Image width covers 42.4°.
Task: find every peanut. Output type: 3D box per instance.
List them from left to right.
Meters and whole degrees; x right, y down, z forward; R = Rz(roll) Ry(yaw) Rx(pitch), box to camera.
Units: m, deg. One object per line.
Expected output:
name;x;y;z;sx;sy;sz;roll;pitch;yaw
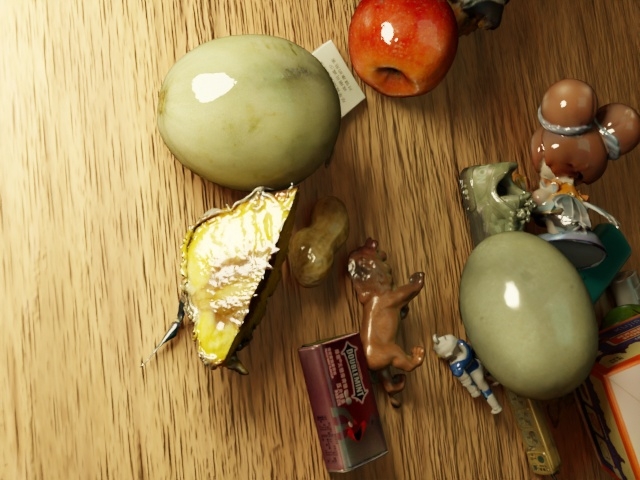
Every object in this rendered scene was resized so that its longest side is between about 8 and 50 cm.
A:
peanut;-0.002;-0.001;1.480;0.089;0.089;0.193;44;50;-24

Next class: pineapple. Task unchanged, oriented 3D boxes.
pineapple;-0.148;0.061;1.316;0.158;0.161;0.335;15;82;5

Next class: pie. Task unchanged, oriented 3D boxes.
pie;0.572;0.351;1.919;0.170;0.034;0.092;-34;100;-33

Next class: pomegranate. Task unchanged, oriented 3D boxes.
pomegranate;0.786;0.239;2.010;0.180;0.209;0.180;18;64;-44

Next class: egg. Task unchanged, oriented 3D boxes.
egg;0.419;0.148;1.668;0.258;0.258;0.352;8;60;-39

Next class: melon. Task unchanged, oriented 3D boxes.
melon;-0.106;-0.202;1.323;0.308;0.271;0.272;-28;99;-35

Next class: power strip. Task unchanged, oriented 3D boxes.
power strip;0.453;0.386;1.785;0.044;0.064;0.305;-25;96;-39

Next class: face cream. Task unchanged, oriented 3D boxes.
face cream;0.828;0.215;2.144;0.107;0.073;0.269;-27;97;-42

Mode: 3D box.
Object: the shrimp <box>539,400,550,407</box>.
shrimp;0.477;0.263;1.846;0.152;0.046;0.219;-32;99;-40

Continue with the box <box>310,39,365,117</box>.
box;-0.020;-0.268;1.555;0.245;0.035;0.139;-46;110;-38

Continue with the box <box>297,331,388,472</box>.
box;0.040;0.282;1.454;0.120;0.069;0.224;-9;84;-41

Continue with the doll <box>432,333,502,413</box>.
doll;0.299;0.254;1.692;0.227;0.057;0.114;46;39;-26

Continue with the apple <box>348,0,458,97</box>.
apple;0.163;-0.398;1.627;0.218;0.218;0.201;31;67;-32

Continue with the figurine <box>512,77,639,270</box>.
figurine;0.585;-0.151;1.916;0.276;0.248;0.388;21;64;-28

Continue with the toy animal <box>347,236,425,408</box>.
toy animal;0.111;0.150;1.543;0.157;0.097;0.312;10;75;-26

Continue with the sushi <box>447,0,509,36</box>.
sushi;0.289;-0.660;1.828;0.417;0.176;0.418;9;74;-31

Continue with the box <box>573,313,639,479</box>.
box;0.764;0.336;1.799;0.348;0.257;0.319;-23;96;-3

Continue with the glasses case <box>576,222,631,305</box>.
glasses case;0.682;0.072;2.059;0.301;0.070;0.117;-39;105;-38

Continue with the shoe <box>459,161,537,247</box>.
shoe;0.413;-0.038;1.799;0.109;0.149;0.293;-25;95;-43
